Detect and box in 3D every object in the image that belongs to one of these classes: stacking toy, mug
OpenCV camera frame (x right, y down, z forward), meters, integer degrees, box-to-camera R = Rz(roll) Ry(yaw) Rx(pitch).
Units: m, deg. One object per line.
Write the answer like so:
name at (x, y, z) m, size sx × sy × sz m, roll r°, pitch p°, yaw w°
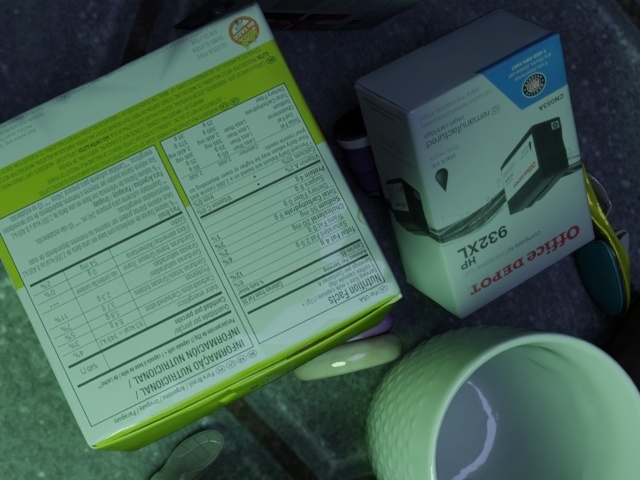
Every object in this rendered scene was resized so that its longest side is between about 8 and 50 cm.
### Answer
stacking toy at (0.000, 0.000, 1.716) m, size 0.141 × 0.141 × 0.330 m, roll -12°, pitch 87°, yaw -18°
mug at (0.217, 0.280, 1.668) m, size 0.276 × 0.328 × 0.374 m, roll -30°, pitch 98°, yaw -16°

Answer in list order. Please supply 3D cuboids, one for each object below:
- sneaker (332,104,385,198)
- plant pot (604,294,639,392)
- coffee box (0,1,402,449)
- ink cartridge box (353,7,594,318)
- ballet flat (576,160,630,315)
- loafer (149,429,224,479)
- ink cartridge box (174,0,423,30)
sneaker at (0.150, -0.158, 1.793) m, size 0.283 × 0.107 × 0.124 m, roll -33°, pitch 118°, yaw -16°
plant pot at (0.443, 0.205, 1.822) m, size 0.215 × 0.215 × 0.230 m, roll 42°, pitch 88°, yaw -13°
coffee box at (-0.142, 0.007, 1.487) m, size 0.338 × 0.337 × 0.334 m, roll -27°, pitch 83°, yaw -5°
ink cartridge box at (0.196, -0.093, 1.706) m, size 0.223 × 0.129 × 0.307 m, roll -29°, pitch 125°, yaw -18°
ballet flat at (0.372, -0.013, 1.862) m, size 0.077 × 0.077 × 0.231 m, roll -33°, pitch 97°, yaw -30°
loafer at (-0.168, 0.282, 1.699) m, size 0.125 × 0.039 × 0.045 m, roll -42°, pitch 68°, yaw -17°
ink cartridge box at (-0.016, -0.332, 1.617) m, size 0.272 × 0.309 × 0.130 m, roll -4°, pitch 90°, yaw -18°
